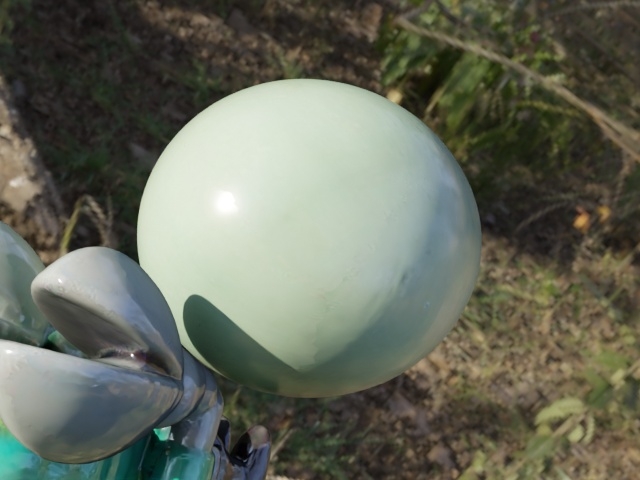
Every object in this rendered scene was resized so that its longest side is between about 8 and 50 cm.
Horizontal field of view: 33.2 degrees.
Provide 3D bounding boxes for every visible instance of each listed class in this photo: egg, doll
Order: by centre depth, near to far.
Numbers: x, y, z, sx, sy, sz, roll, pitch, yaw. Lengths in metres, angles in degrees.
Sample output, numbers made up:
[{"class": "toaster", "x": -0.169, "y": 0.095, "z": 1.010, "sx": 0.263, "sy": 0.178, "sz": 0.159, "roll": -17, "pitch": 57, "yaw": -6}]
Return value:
[{"class": "doll", "x": -0.142, "y": 0.065, "z": 0.521, "sx": 0.195, "sy": 0.153, "sz": 0.258, "roll": 8, "pitch": -12, "yaw": 17}, {"class": "egg", "x": 0.000, "y": 0.000, "z": 0.580, "sx": 0.168, "sy": 0.168, "sz": 0.231, "roll": 49, "pitch": 17, "yaw": 21}]
